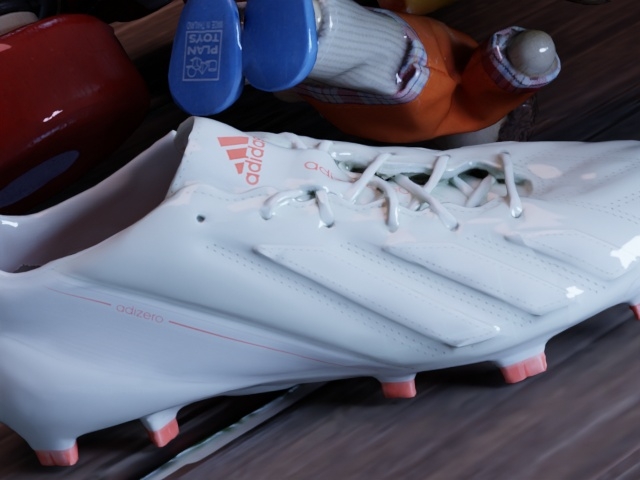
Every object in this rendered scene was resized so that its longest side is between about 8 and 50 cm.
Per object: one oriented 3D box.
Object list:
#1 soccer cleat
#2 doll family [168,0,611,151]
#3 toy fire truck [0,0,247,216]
[{"bbox_3d":[0.000,0.000,0.467,0.196,0.076,0.068,-14,22,5],"label":"soccer cleat"},{"bbox_3d":[0.096,-0.084,0.507,0.263,0.118,0.163,2,-3,38],"label":"doll family"},{"bbox_3d":[-0.083,-0.119,0.702,0.302,0.169,0.254,-34,-6,5],"label":"toy fire truck"}]
